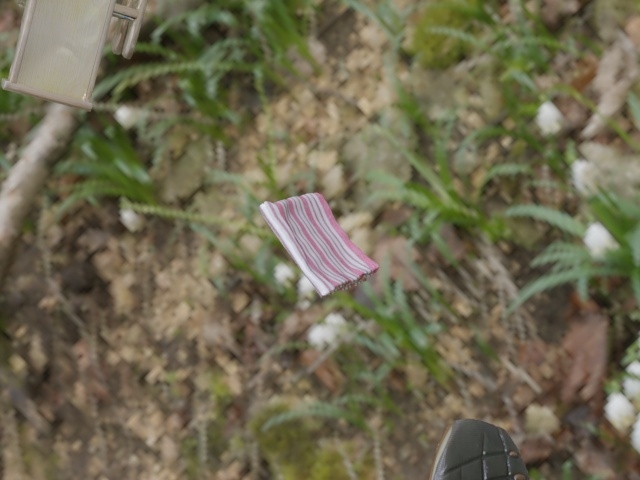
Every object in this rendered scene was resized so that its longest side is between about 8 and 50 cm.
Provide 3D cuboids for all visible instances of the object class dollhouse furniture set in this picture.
[{"bbox_3d":[-0.337,-0.264,1.832,0.242,0.212,0.161,-147,72,-70],"label":"dollhouse furniture set"}]

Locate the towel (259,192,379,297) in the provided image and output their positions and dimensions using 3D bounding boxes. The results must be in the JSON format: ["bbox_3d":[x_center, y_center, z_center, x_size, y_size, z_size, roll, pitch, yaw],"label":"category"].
[{"bbox_3d":[0.000,0.000,1.901,0.029,0.144,0.197,-40,-8,19],"label":"towel"}]

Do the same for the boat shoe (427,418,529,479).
[{"bbox_3d":[0.127,0.334,1.418,0.120,0.122,0.324,-37,38,50],"label":"boat shoe"}]
